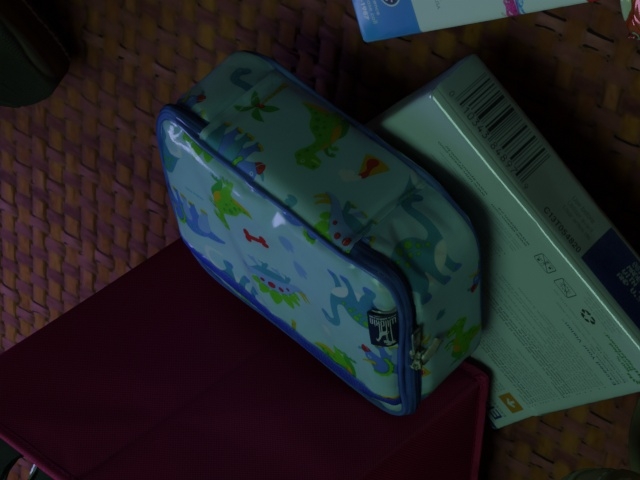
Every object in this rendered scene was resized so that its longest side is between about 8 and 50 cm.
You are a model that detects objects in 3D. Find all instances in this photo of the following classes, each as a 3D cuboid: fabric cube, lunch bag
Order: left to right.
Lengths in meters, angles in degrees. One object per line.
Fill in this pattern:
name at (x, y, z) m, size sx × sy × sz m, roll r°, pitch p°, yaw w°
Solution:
fabric cube at (-0.072, 0.182, 1.303) m, size 0.259 × 0.258 × 0.254 m, roll 30°, pitch 139°, yaw 30°
lunch bag at (0.000, 0.000, 1.187) m, size 0.219 × 0.090 × 0.176 m, roll 38°, pitch 157°, yaw 24°

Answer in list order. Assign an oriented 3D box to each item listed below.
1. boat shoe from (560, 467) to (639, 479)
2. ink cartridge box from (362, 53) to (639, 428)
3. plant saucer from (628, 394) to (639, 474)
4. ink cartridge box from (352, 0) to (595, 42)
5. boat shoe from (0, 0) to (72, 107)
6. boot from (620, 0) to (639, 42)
boat shoe at (0.283, 0.241, 1.141) m, size 0.341 × 0.122 × 0.110 m, roll 39°, pitch 136°, yaw -8°
ink cartridge box at (0.104, 0.009, 1.189) m, size 0.223 × 0.045 × 0.224 m, roll 50°, pitch 155°, yaw -5°
plant saucer at (0.318, 0.156, 1.151) m, size 0.277 × 0.041 × 0.278 m, roll 21°, pitch 133°, yaw 24°
ink cartridge box at (0.108, -0.188, 0.983) m, size 0.231 × 0.078 × 0.134 m, roll -4°, pitch 106°, yaw 47°
boat shoe at (-0.284, -0.220, 1.279) m, size 0.122 × 0.120 × 0.324 m, roll -7°, pitch 139°, yaw 45°
boot at (0.204, -0.101, 1.028) m, size 0.084 × 0.059 × 0.158 m, roll 7°, pitch 118°, yaw 39°
